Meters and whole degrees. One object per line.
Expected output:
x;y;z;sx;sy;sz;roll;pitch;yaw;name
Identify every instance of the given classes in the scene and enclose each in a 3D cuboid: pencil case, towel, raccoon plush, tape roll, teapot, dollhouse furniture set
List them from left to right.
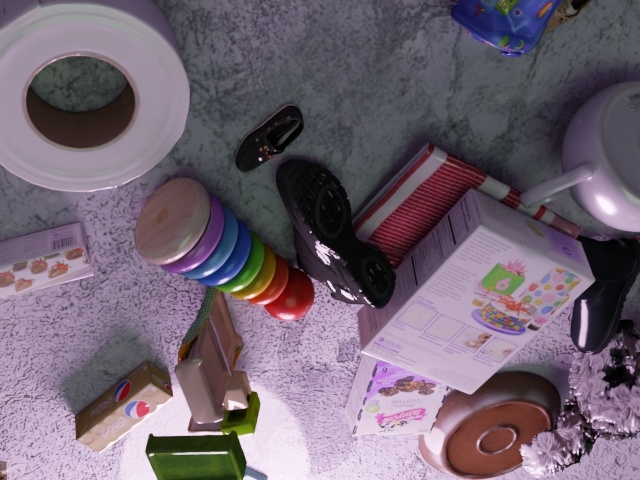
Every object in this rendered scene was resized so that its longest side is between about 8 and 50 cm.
-0.319;-0.207;1.325;0.286;0.100;0.286;-8;130;-10;tape roll
-0.217;0.238;1.671;0.151;0.198;0.302;-4;127;12;dollhouse furniture set
0.232;-0.010;1.648;0.329;0.037;0.237;26;126;-26;towel
0.309;-0.389;1.350;0.119;0.133;0.306;-9;140;-55;pencil case
0.472;-0.115;1.580;0.256;0.253;0.187;28;155;-10;teapot
0.618;0.295;1.981;0.299;0.216;0.446;4;148;-38;raccoon plush

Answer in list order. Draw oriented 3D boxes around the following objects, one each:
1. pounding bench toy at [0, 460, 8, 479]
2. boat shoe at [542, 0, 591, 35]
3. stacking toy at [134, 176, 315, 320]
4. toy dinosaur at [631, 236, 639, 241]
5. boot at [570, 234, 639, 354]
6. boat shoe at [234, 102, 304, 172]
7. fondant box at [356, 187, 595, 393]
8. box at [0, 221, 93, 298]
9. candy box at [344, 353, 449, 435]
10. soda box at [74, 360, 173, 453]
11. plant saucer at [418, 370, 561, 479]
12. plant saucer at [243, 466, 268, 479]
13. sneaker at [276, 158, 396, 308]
-0.592;0.424;1.779;0.065;0.052;0.083;4;126;-19;pounding bench toy
0.357;-0.345;1.453;0.050;0.045;0.135;32;113;-34;boat shoe
-0.131;0.037;1.568;0.141;0.141;0.330;-39;134;15;stacking toy
0.605;0.006;1.829;0.082;0.047;0.090;42;74;-28;toy dinosaur
0.448;0.093;1.798;0.207;0.094;0.246;5;119;-24;boot
-0.077;-0.146;1.486;0.133;0.042;0.049;-42;130;19;boat shoe
0.248;0.095;1.657;0.238;0.096;0.330;24;127;-23;fondant box
-0.505;0.051;1.499;0.324;0.067;0.063;-15;130;-6;box
0.149;0.274;1.870;0.164;0.070;0.196;1;127;-18;candy box
-0.344;0.291;1.744;0.181;0.058;0.061;-38;129;13;soda box
0.354;0.393;2.045;0.310;0.050;0.311;-9;131;-10;plant saucer
-0.191;0.524;2.004;0.192;0.018;0.067;-43;127;17;plant saucer
0.000;0.000;1.581;0.130;0.109;0.286;-7;122;45;sneaker
